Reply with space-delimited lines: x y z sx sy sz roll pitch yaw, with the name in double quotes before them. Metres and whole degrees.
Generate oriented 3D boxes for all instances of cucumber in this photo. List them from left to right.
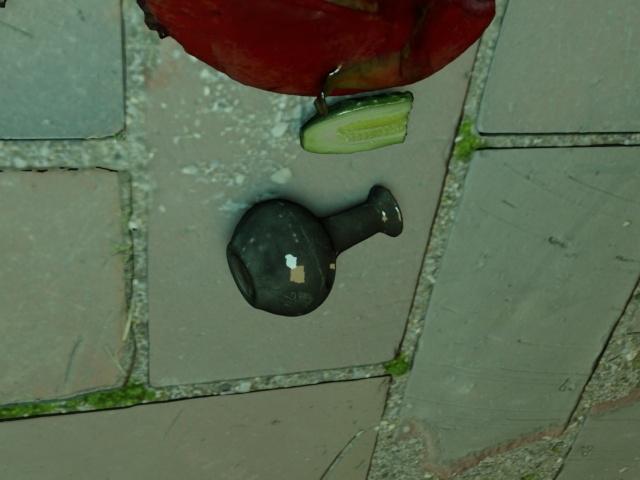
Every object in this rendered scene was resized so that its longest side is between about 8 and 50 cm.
"cucumber" 0.031 -0.116 0.700 0.108 0.035 0.067 -10 151 -7

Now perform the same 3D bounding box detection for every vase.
"vase" 0.000 0.000 0.742 0.183 0.120 0.120 -26 132 -22

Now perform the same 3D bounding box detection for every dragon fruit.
"dragon fruit" -0.011 -0.222 0.572 0.282 0.100 0.343 -31 129 11

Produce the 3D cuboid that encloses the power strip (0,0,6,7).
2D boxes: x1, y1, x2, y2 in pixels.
"power strip" -0.236 -0.227 0.525 0.029 0.038 0.111 5 123 -21
